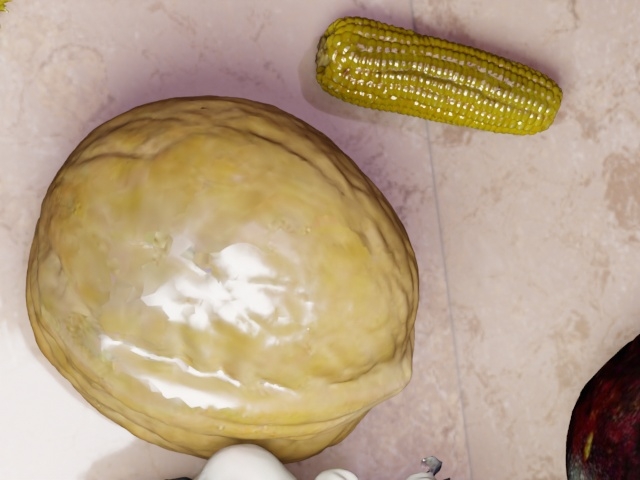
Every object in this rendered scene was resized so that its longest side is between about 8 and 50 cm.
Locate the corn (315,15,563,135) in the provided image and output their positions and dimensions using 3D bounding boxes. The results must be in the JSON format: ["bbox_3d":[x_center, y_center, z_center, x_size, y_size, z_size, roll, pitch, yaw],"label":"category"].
[{"bbox_3d":[0.106,-0.144,1.482,0.231,0.080,0.080,14,83,-13],"label":"corn"}]

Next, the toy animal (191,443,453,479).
[{"bbox_3d":[-0.032,0.255,1.237,0.310,0.247,0.183,6,63,-23],"label":"toy animal"}]

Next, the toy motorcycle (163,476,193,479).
[{"bbox_3d":[-0.088,0.321,1.388,0.182,0.123,0.272,-28,92,-5],"label":"toy motorcycle"}]

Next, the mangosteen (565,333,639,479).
[{"bbox_3d":[0.348,0.213,1.406,0.311,0.311,0.311,1,86,-12],"label":"mangosteen"}]

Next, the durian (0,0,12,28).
[{"bbox_3d":[-0.351,-0.212,1.365,0.237,0.138,0.194,-10,90,29],"label":"durian"}]

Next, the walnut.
[{"bbox_3d":[-0.074,0.035,1.315,0.332,0.333,0.333,1,86,-12],"label":"walnut"}]
